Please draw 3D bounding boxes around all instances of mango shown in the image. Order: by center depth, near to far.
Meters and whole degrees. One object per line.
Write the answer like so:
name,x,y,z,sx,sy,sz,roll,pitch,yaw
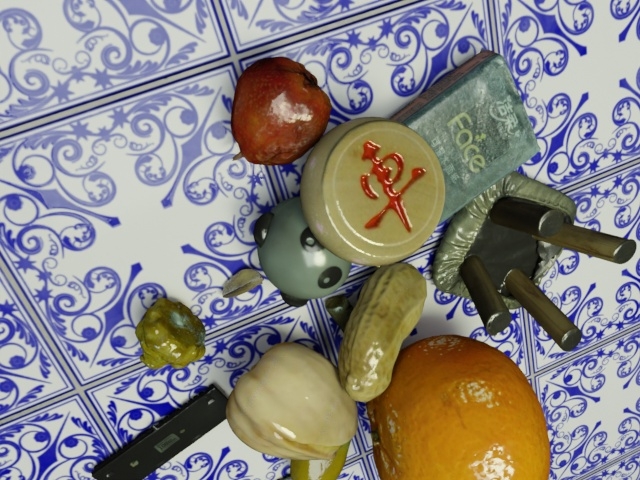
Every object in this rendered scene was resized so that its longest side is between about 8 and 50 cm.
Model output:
mango,0.005,0.497,1.280,0.130,0.092,0.195,41,88,-14

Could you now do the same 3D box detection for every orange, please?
orange,0.265,0.405,1.146,0.325,0.424,0.425,4,111,-14

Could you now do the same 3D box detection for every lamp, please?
lamp,0.000,0.000,1.027,0.243,0.197,0.198,-28,118,-15

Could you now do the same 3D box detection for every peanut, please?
peanut,0.123,0.179,1.116,0.147,0.146,0.306,50,54,-29

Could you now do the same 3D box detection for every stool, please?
stool,0.444,0.040,1.162,0.310,0.226,0.311,15,107,-27

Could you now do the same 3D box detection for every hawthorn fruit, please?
hawthorn fruit,-0.071,-0.216,0.929,0.173,0.174,0.179,3,137,-20

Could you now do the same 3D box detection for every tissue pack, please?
tissue pack,0.247,-0.183,1.070,0.315,0.103,0.228,-37,119,0

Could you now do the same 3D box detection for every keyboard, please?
keyboard,-0.333,0.424,1.174,0.316,0.027,0.106,-34,122,-2

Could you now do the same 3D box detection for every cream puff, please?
cream puff,-0.292,0.187,1.035,0.116,0.146,0.146,-40,120,21

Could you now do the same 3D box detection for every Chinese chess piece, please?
Chinese chess piece,0.089,-0.082,0.918,0.250,0.097,0.251,0,90,-21

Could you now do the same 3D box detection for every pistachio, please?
pistachio,-0.050,0.332,1.115,0.229,0.238,0.321,-45,139,10

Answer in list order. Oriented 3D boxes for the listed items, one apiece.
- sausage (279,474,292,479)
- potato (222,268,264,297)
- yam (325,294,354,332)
sausage,-0.045,0.573,1.332,0.222,0.029,0.030,-22,117,-9
potato,-0.153,0.081,1.090,0.093,0.036,0.037,-28,157,14
yam,0.061,0.175,1.187,0.054,0.054,0.132,-34,119,-3
